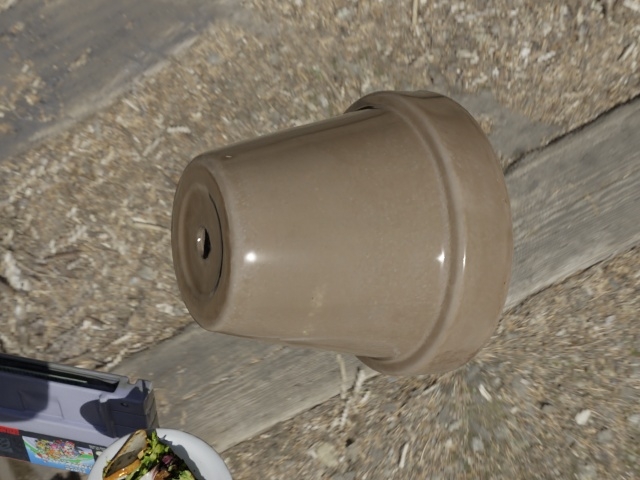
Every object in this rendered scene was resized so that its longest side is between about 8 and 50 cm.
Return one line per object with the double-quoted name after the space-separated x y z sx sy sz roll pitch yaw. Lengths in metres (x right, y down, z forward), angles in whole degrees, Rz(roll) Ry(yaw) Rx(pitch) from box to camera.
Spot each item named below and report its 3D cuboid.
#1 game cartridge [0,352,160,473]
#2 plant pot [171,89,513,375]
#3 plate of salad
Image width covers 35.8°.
-0.432 0.282 1.585 0.355 0.230 0.068 9 40 9 "game cartridge"
0.000 0.000 0.867 0.229 0.263 0.263 -4 81 -28 "plant pot"
-0.212 0.333 1.322 0.200 0.048 0.200 9 47 -9 "plate of salad"
